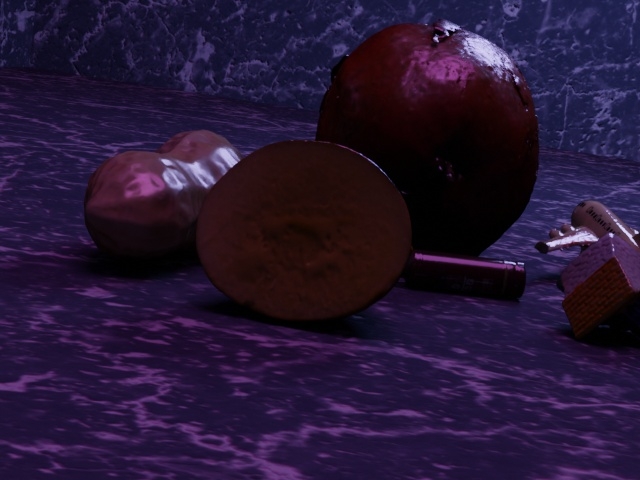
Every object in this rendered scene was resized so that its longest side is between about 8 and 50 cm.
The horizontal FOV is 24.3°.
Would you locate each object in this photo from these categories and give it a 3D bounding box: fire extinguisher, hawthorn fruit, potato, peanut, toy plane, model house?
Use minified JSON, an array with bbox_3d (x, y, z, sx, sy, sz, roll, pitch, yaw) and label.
[{"bbox_3d":[0.148,0.036,1.660,0.158,0.043,0.064,7,-20,-5],"label":"fire extinguisher"},{"bbox_3d":[0.132,-0.113,1.835,0.316,0.315,0.316,7,9,-1],"label":"hawthorn fruit"},{"bbox_3d":[0.000,0.000,1.457,0.204,0.178,0.158,-15,-12,13],"label":"potato"},{"bbox_3d":[-0.164,-0.045,1.634,0.149,0.149,0.313,11,10,20],"label":"peanut"},{"bbox_3d":[0.364,0.006,1.863,0.229,0.092,0.244,3,9,-13],"label":"toy plane"},{"bbox_3d":[0.304,0.067,1.517,0.101,0.088,0.100,37,28,-17],"label":"model house"}]
